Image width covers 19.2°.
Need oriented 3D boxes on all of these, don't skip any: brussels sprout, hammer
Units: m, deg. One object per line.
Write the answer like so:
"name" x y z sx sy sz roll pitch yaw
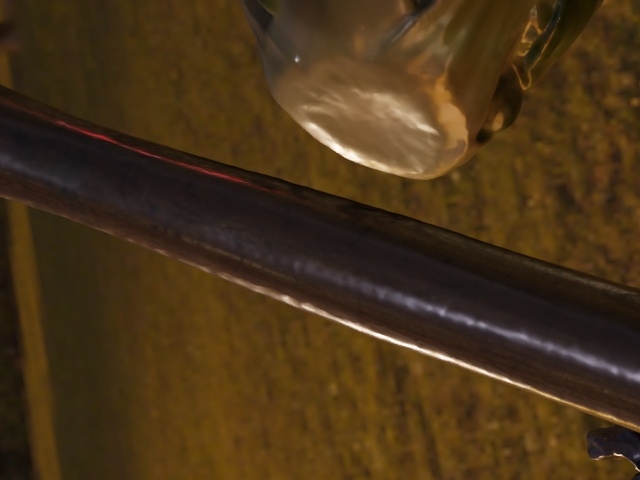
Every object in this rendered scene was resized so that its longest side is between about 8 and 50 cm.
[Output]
"brussels sprout" 0.054 -0.173 0.936 0.219 0.210 0.271 3 70 40
"hammer" 0.000 0.000 0.626 0.044 0.440 0.168 62 -131 -64

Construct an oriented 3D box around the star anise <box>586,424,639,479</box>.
"star anise" 0.246 0.112 1.181 0.282 0.129 0.212 -57 36 32
